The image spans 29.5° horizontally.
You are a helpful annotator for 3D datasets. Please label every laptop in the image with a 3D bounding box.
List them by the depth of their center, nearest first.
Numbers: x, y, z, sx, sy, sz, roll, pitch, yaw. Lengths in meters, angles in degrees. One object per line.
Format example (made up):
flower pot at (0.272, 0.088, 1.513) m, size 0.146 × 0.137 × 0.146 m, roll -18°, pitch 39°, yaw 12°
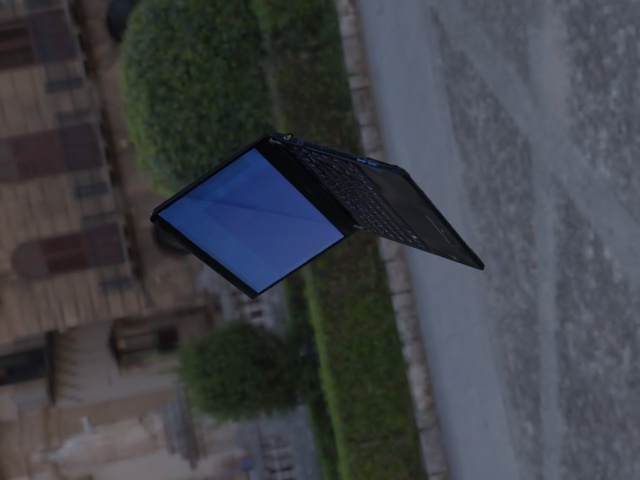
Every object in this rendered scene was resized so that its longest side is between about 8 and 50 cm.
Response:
laptop at (0.000, 0.000, 1.290) m, size 0.137 × 0.264 × 0.234 m, roll -63°, pitch -35°, yaw -11°
